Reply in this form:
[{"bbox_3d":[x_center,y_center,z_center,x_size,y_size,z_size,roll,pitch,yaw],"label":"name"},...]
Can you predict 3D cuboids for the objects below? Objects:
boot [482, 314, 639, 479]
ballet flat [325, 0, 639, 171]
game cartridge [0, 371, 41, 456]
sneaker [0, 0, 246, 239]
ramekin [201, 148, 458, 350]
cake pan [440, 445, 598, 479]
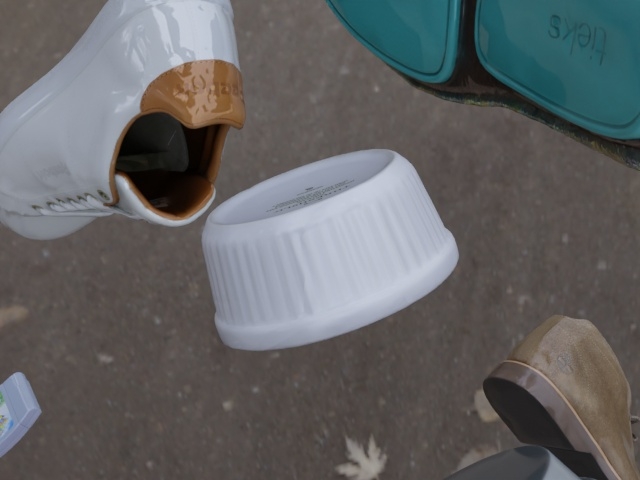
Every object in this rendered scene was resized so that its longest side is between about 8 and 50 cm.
[{"bbox_3d":[0.275,0.199,1.153,0.115,0.305,0.112,-47,27,-26],"label":"boot"},{"bbox_3d":[0.105,-0.116,0.578,0.123,0.123,0.348,-27,30,-13],"label":"ballet flat"},{"bbox_3d":[-0.278,0.158,1.047,0.083,0.017,0.056,-42,51,4],"label":"game cartridge"},{"bbox_3d":[-0.140,-0.045,0.786,0.106,0.290,0.123,-3,67,-34],"label":"sneaker"},{"bbox_3d":[0.000,0.000,1.281,0.272,0.127,0.273,-18,14,5],"label":"ramekin"},{"bbox_3d":[0.086,0.252,0.937,0.293,0.293,0.054,-35,91,-19],"label":"cake pan"}]
